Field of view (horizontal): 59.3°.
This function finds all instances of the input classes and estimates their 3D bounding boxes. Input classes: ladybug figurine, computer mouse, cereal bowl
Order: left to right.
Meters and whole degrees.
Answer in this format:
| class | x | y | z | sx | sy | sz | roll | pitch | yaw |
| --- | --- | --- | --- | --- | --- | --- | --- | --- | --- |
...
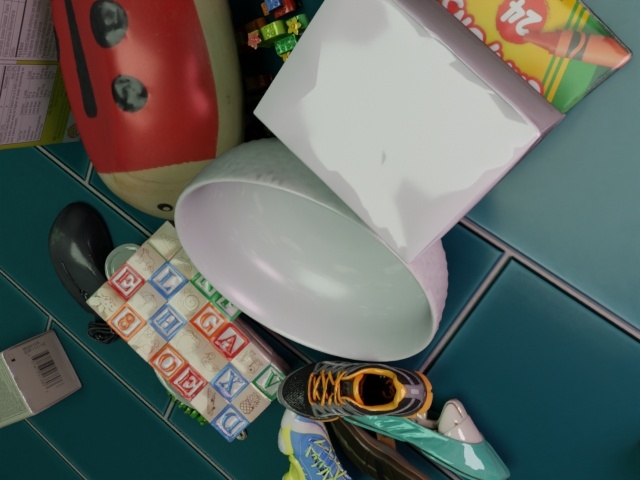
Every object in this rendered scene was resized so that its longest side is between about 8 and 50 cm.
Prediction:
| class | x | y | z | sx | sy | sz | roll | pitch | yaw |
| --- | --- | --- | --- | --- | --- | --- | --- | --- | --- |
| computer mouse | -0.422 | 0.064 | 1.027 | 0.188 | 0.072 | 0.272 | -19 | 95 | 33 |
| ladybug figurine | -0.240 | -0.234 | 0.750 | 0.305 | 0.162 | 0.449 | 5 | 109 | 47 |
| cereal bowl | 0.000 | 0.000 | 0.699 | 0.339 | 0.141 | 0.339 | 20 | 147 | 13 |

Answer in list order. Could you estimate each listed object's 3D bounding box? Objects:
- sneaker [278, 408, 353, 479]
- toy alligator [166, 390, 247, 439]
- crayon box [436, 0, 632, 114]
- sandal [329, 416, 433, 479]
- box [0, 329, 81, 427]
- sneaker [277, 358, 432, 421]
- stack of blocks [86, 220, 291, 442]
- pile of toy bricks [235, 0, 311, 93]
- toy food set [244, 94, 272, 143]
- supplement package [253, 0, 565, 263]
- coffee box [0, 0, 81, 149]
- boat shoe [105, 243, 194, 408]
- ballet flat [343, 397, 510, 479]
| class | x | y | z | sx | sy | sz | roll | pitch | yaw |
| --- | --- | --- | --- | --- | --- | --- | --- | --- | --- |
| sneaker | 0.007 | 0.338 | 0.864 | 0.126 | 0.091 | 0.240 | 18 | 125 | 26 |
| toy alligator | -0.207 | 0.292 | 0.973 | 0.190 | 0.051 | 0.056 | 44 | 119 | 0 |
| crayon box | 0.147 | -0.162 | 0.643 | 0.202 | 0.081 | 0.318 | 49 | 122 | 7 |
| sandal | 0.091 | 0.303 | 0.819 | 0.219 | 0.060 | 0.090 | 23 | 133 | 42 |
| box | -0.676 | 0.317 | 1.213 | 0.311 | 0.121 | 0.148 | -24 | 93 | 32 |
| sneaker | 0.035 | 0.195 | 0.745 | 0.215 | 0.083 | 0.084 | -9 | 70 | 23 |
| stack of blocks | -0.178 | 0.132 | 0.859 | 0.171 | 0.087 | 0.297 | -45 | 92 | -1 |
| pile of toy bricks | -0.049 | -0.257 | 0.705 | 0.212 | 0.105 | 0.118 | -15 | 98 | 31 |
| toy food set | -0.091 | -0.149 | 0.814 | 0.078 | 0.019 | 0.122 | 7 | 116 | 27 |
| supplement package | 0.091 | -0.118 | 0.519 | 0.194 | 0.203 | 0.149 | 46 | 121 | 9 |
| coffee box | -0.552 | -0.358 | 0.814 | 0.337 | 0.334 | 0.338 | 37 | 119 | 15 |
| boat shoe | -0.249 | 0.138 | 0.948 | 0.114 | 0.091 | 0.302 | -26 | 90 | -3 |
| ballet flat | 0.145 | 0.246 | 0.771 | 0.247 | 0.083 | 0.087 | 19 | 99 | 21 |
